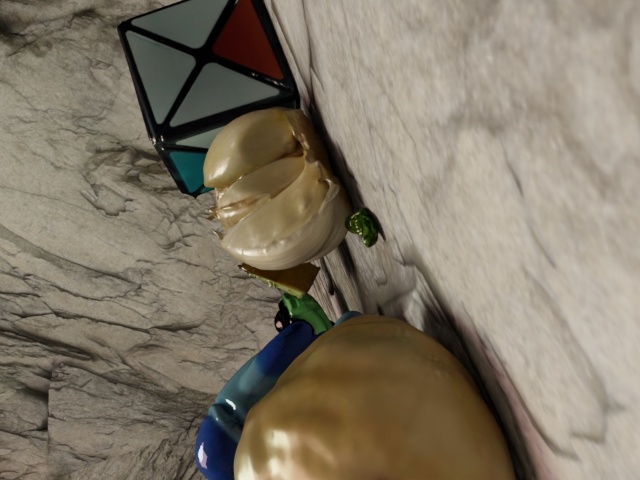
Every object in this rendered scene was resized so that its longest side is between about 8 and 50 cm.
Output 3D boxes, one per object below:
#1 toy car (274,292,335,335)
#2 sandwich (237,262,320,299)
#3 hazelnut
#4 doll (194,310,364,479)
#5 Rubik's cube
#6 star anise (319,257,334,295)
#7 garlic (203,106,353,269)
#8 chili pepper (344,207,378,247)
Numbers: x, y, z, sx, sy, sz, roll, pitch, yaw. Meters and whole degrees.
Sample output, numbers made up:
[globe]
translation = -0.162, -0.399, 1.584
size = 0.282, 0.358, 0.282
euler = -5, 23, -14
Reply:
[toy car]
translation = 0.012, 0.280, 1.284
size = 0.213, 0.176, 0.359
euler = -166, 62, -82
[sandwich]
translation = -0.034, -0.023, 1.013
size = 0.122, 0.128, 0.236
euler = 96, -163, -74
[hazelnut]
translation = 0.059, 0.195, 0.529
size = 0.241, 0.261, 0.261
euler = 41, 175, -4
[doll]
translation = -0.014, 0.254, 0.729
size = 0.376, 0.187, 0.366
euler = 21, -134, -43
[Rubik's cube]
translation = -0.185, -0.258, 1.044
size = 0.246, 0.248, 0.250
euler = 90, 160, -74
[star anise]
translation = 0.000, 0.000, 1.237
size = 0.148, 0.219, 0.227
euler = 22, -178, 43
[garlic]
translation = -0.069, -0.064, 0.843
size = 0.281, 0.203, 0.185
euler = 64, -171, 28
[chili pepper]
translation = 0.052, -0.017, 0.700
size = 0.030, 0.034, 0.091
euler = 39, -177, -17
